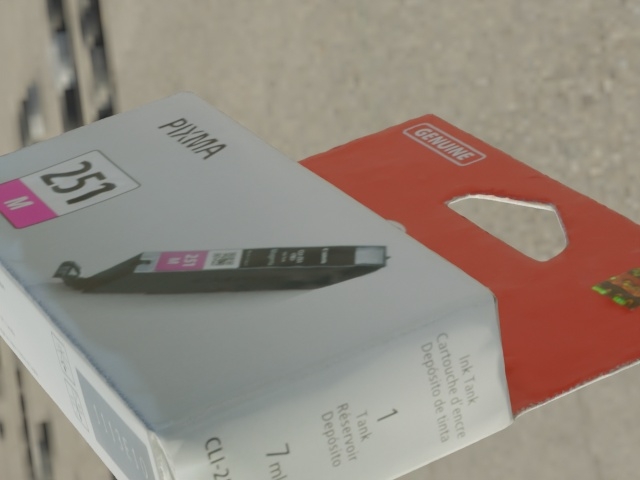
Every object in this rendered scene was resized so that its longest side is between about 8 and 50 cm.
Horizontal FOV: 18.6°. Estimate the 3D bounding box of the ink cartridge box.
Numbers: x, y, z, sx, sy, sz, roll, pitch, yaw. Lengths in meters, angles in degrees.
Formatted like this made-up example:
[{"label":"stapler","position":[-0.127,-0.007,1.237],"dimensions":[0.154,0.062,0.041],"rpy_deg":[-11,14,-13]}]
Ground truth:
[{"label":"ink cartridge box","position":[0.000,0.000,0.761],"dimensions":[0.275,0.239,0.060],"rpy_deg":[36,144,58]}]
